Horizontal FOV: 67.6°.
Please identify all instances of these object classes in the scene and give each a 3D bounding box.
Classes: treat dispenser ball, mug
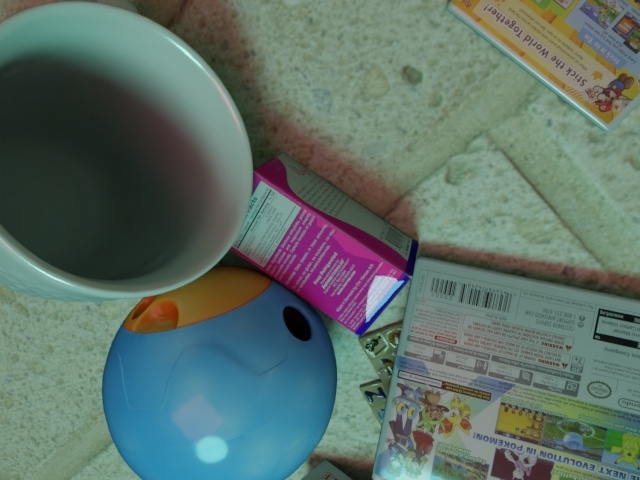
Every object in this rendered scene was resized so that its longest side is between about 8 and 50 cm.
[{"bbox_3d":[-0.123,0.174,0.613,0.288,0.288,0.288,5,112,13],"label":"treat dispenser ball"},{"bbox_3d":[-0.284,-0.113,0.566,0.328,0.276,0.374,-10,76,46],"label":"mug"}]

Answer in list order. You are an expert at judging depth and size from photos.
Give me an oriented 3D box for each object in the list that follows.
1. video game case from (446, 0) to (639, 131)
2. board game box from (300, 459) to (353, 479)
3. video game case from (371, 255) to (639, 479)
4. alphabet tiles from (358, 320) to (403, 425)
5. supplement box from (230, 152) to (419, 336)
[{"bbox_3d":[0.283,-0.260,0.481,0.227,0.026,0.206,37,115,-2],"label":"video game case"},{"bbox_3d":[0.102,0.562,0.747,0.319,0.066,0.317,20,119,40],"label":"board game box"},{"bbox_3d":[0.254,0.197,0.596,0.329,0.036,0.299,11,90,12],"label":"video game case"},{"bbox_3d":[0.161,0.223,0.711,0.198,0.009,0.237,-25,102,22],"label":"alphabet tiles"},{"bbox_3d":[0.000,0.000,0.610,0.220,0.111,0.114,35,116,0],"label":"supplement box"}]
